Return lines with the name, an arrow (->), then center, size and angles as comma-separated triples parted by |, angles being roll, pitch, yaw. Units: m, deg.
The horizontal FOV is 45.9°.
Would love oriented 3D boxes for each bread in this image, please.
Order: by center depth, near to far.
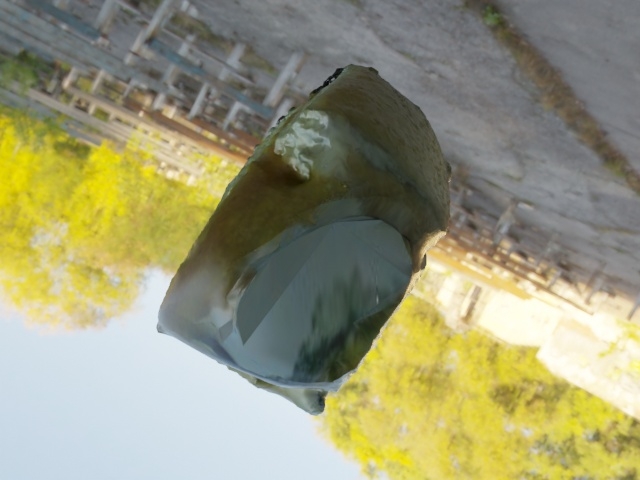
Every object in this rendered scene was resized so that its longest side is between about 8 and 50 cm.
bread -> 0.005, -0.006, 0.844 | 0.239, 0.395, 0.264 | 32, -175, -9
